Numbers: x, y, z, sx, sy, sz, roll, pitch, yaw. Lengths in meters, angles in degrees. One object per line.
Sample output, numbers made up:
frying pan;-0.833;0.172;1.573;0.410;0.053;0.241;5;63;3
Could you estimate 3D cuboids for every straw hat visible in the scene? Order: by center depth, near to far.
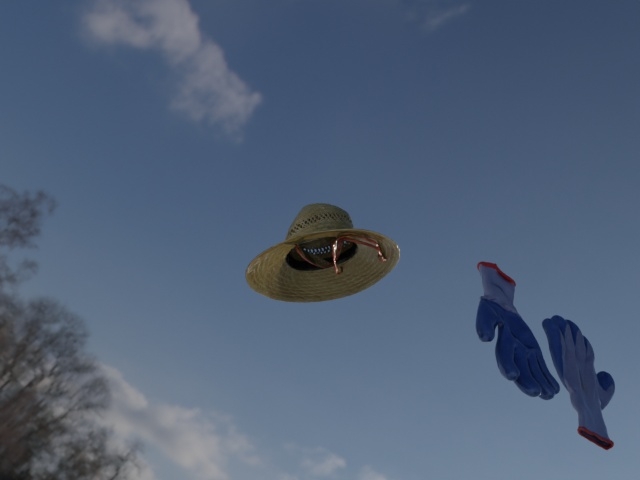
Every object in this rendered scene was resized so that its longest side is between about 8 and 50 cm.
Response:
straw hat;0.000;0.000;0.736;0.144;0.061;0.144;-6;-28;-3

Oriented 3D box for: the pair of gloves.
pair of gloves;0.217;0.107;0.758;0.198;0.159;0.023;33;-57;-22
